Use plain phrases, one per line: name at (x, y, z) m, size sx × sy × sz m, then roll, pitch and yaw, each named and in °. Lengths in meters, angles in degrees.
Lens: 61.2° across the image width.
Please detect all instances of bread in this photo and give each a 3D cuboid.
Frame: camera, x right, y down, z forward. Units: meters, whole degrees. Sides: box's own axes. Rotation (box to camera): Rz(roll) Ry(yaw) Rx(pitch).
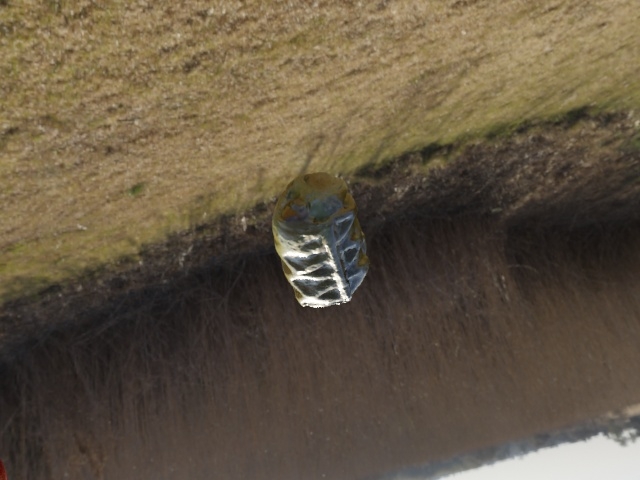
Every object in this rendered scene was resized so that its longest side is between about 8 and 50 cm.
bread at (0.000, 0.000, 0.908) m, size 0.152 × 0.130 × 0.268 m, roll -40°, pitch 144°, yaw -18°

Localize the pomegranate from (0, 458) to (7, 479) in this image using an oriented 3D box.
pomegranate at (-0.672, 0.464, 0.965) m, size 0.210 × 0.210 × 0.235 m, roll -7°, pitch 118°, yaw -14°
